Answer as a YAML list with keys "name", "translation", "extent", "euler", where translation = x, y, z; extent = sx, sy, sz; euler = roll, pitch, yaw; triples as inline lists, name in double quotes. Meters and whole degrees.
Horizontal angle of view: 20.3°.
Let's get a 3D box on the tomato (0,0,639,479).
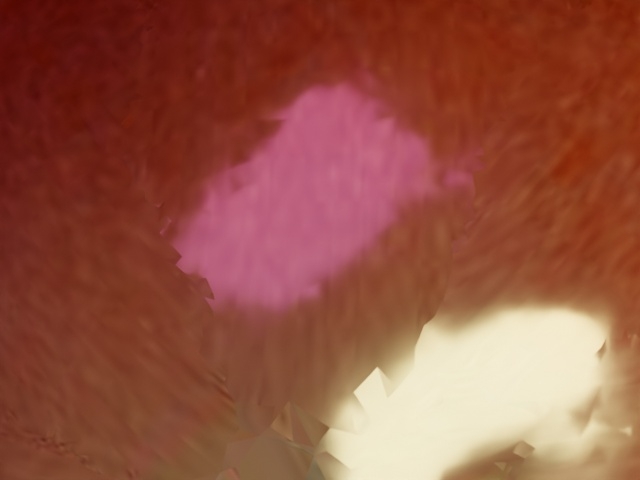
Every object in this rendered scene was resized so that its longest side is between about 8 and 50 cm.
- name: "tomato"
  translation: [0.000, 0.000, 0.442]
  extent: [0.256, 0.224, 0.256]
  euler: [-7, 120, -13]
